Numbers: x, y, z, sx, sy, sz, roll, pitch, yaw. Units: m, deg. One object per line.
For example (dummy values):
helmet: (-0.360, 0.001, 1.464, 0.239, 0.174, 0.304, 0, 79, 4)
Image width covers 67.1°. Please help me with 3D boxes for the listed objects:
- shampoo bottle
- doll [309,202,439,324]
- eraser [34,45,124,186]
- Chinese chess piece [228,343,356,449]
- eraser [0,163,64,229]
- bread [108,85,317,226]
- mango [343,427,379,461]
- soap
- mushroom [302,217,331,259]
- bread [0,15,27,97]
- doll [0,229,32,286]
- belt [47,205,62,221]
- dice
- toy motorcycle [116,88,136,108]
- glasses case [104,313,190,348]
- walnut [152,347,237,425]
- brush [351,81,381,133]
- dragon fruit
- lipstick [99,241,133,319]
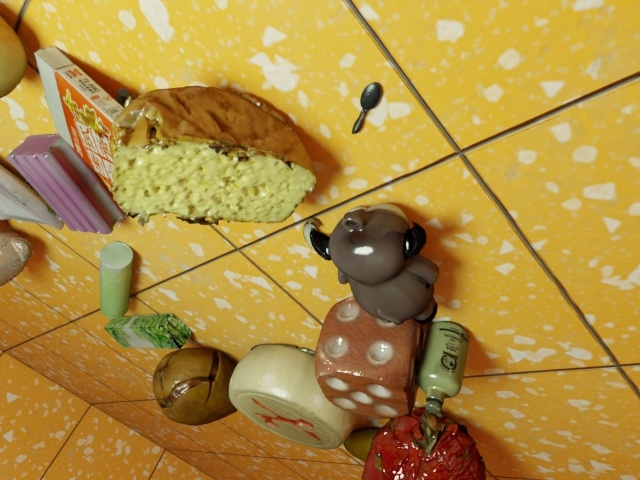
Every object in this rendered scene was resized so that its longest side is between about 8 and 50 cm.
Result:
shampoo bottle: (0.214, 0.228, 0.858, 0.079, 0.162, 0.079, 15, 141, 13)
doll: (0.099, 0.041, 0.738, 0.181, 0.117, 0.257, -6, 134, 32)
eraser: (-0.339, -0.165, 0.735, 0.230, 0.038, 0.157, 41, 144, 17)
Chinese chess piece: (-0.069, 0.403, 1.243, 0.337, 0.141, 0.338, 15, 141, 13)
eraser: (-0.687, -0.121, 1.031, 0.204, 0.059, 0.243, 9, 143, 20)
bread: (-0.144, -0.118, 0.651, 0.260, 0.147, 0.160, 0, 147, -24)
mango: (0.146, 0.595, 1.394, 0.136, 0.099, 0.227, 35, 151, -24)
soap: (-0.486, -0.104, 0.933, 0.122, 0.066, 0.203, 5, 138, 25)
mushroom: (0.000, 0.000, 0.825, 0.049, 0.019, 0.101, -1, 138, 31)
bread: (-0.528, -0.307, 0.689, 0.217, 0.098, 0.147, 37, 142, -11)
doll: (-0.853, -0.019, 1.203, 0.201, 0.156, 0.303, -39, 91, 9)
belt: (-0.544, -0.061, 1.042, 0.083, 0.036, 0.059, 29, 141, -8)
dice: (0.099, 0.217, 0.908, 0.179, 0.174, 0.175, 1, 136, 22)
toy motorcycle: (-0.268, -0.138, 0.774, 0.114, 0.076, 0.205, 27, 142, 10)
glasses case: (-0.493, 0.256, 1.370, 0.272, 0.062, 0.095, -7, 126, 35)
walnut: (-0.320, 0.410, 1.352, 0.208, 0.209, 0.336, 3, 158, 27)
brush: (0.055, -0.164, 0.608, 0.024, 0.008, 0.083, 24, 142, -3)
dragon fruit: (0.236, 0.550, 1.140, 0.277, 0.277, 0.343, 18, 125, 9)
lipstick: (-0.506, 0.107, 1.192, 0.076, 0.076, 0.304, 29, 141, -5)
